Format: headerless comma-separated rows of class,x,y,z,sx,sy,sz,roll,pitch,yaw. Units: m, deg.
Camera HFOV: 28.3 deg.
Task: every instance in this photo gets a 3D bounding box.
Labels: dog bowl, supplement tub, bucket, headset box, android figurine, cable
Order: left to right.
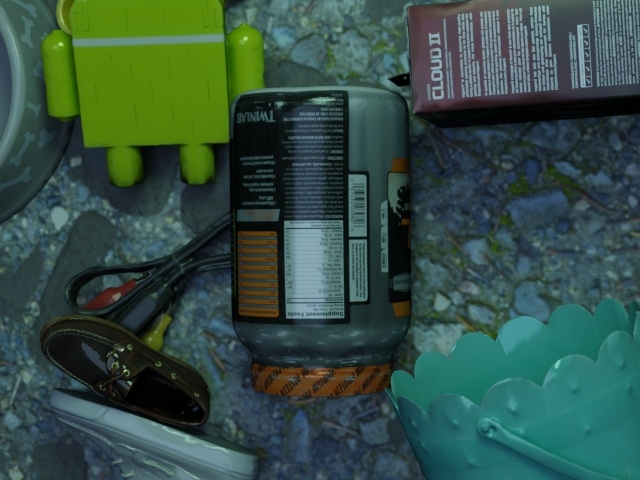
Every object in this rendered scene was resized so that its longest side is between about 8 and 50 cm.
dog bowl,-0.470,-0.175,1.498,0.349,0.102,0.348,0,92,12
android figurine,-0.186,-0.193,1.407,0.248,0.056,0.272,-3,112,1
cable,-0.179,0.043,1.469,0.287,0.072,0.139,-42,83,-1
supplement tub,0.000,0.000,1.348,0.194,0.193,0.315,0,92,12
headset box,0.217,-0.180,1.285,0.293,0.218,0.110,-3,90,12
bucket,0.220,0.187,1.269,0.281,0.281,0.183,-18,95,12

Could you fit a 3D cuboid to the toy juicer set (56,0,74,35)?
toy juicer set,-0.162,-0.363,1.432,0.209,0.089,0.329,18,94,12

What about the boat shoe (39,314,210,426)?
boat shoe,-0.212,0.147,1.409,0.207,0.073,0.073,24,110,-22

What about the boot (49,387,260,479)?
boot,-0.206,0.261,1.447,0.258,0.095,0.123,19,88,11
